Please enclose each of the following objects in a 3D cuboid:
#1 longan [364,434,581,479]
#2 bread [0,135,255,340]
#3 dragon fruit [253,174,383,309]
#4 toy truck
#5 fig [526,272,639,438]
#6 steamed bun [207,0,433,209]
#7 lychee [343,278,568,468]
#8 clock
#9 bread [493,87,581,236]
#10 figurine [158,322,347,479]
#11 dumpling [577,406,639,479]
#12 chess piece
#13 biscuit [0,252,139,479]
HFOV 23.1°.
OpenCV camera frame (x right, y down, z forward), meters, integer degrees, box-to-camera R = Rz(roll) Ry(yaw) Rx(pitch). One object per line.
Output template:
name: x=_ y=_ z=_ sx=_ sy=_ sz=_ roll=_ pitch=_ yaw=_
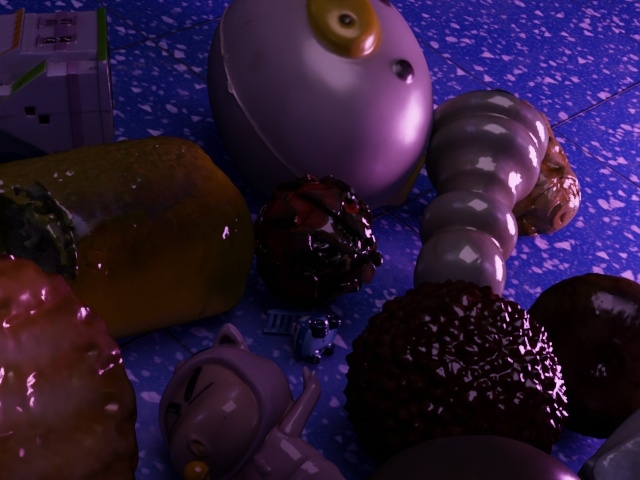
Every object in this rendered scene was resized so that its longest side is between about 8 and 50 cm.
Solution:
longan: x=0.156 y=0.343 z=1.569 sx=0.318 sy=0.319 sz=0.319 roll=15 pitch=34 yaw=-10
bread: x=-0.254 y=-0.005 z=1.910 sx=0.376 sy=0.208 sz=0.251 roll=-11 pitch=50 yaw=-44
dragon fruit: x=-0.006 y=0.001 z=2.026 sx=0.182 sy=0.188 sz=0.182 roll=24 pitch=51 yaw=-35
toy truck: x=-0.025 y=0.114 z=1.995 sx=0.090 sy=0.056 sz=0.073 roll=21 pitch=22 yaw=25
fig: x=0.379 y=0.138 z=2.090 sx=0.217 sy=0.217 sz=0.321 roll=28 pitch=12 yaw=10
steamed bun: x=0.001 y=-0.211 z=2.222 sx=0.333 sy=0.334 sz=0.374 roll=3 pitch=54 yaw=-25
lychee: x=0.156 y=0.176 z=1.840 sx=0.264 sy=0.300 sz=0.264 roll=4 pitch=82 yaw=-28
clock: x=-0.428 y=-0.199 z=2.063 sx=0.309 sy=0.166 sz=0.235 roll=-3 pitch=27 yaw=-6
bread: x=0.307 y=-0.110 z=2.420 sx=0.152 sy=0.130 sz=0.268 roll=-21 pitch=41 yaw=3
figurine: x=-0.071 y=0.230 z=1.710 sx=0.287 sy=0.176 sz=0.186 roll=55 pitch=19 yaw=20
dumpling: x=0.428 y=0.294 z=1.880 sx=0.320 sy=0.270 sz=0.212 roll=-25 pitch=28 yaw=-18
chess piece: x=0.213 y=-0.034 z=2.183 sx=0.182 sy=0.182 sz=0.330 roll=18 pitch=53 yaw=-5
biscuit: x=-0.326 y=0.171 z=1.610 sx=0.325 sy=0.107 sz=0.326 roll=33 pitch=43 yaw=-38
